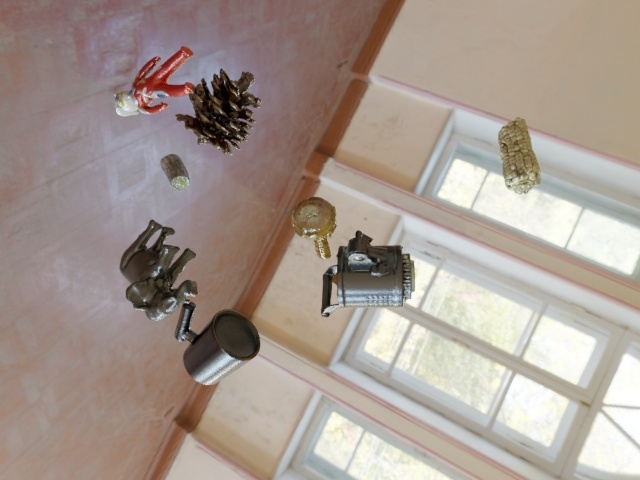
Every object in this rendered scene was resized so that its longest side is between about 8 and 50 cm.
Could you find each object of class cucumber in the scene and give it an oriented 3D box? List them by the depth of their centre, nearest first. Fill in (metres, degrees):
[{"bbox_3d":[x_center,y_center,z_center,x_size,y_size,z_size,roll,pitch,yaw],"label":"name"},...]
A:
[{"bbox_3d":[-0.409,-0.191,1.391,0.064,0.112,0.064,-24,151,-14],"label":"cucumber"}]

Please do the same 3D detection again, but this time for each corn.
[{"bbox_3d":[0.470,-0.211,1.181,0.087,0.087,0.210,81,7,-63],"label":"corn"}]

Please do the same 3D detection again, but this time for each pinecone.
[{"bbox_3d":[-0.244,-0.332,1.232,0.186,0.169,0.212,24,89,-56],"label":"pinecone"}]

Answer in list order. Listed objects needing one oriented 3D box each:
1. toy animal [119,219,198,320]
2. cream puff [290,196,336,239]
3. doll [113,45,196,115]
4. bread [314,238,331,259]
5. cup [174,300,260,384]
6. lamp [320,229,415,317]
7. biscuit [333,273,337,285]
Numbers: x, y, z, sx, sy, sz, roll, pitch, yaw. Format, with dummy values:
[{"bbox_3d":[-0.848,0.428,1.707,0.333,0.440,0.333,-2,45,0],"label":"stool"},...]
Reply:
[{"bbox_3d":[-0.320,0.066,0.990,0.114,0.245,0.146,36,91,-39],"label":"toy animal"},{"bbox_3d":[-0.020,-0.061,1.454,0.103,0.144,0.126,73,32,-73],"label":"cream puff"},{"bbox_3d":[-0.578,-0.521,1.682,0.099,0.384,0.188,5,73,-55],"label":"doll"},{"bbox_3d":[0.000,0.000,1.697,0.044,0.052,0.157,-44,132,-37],"label":"bread"},{"bbox_3d":[-0.310,0.287,1.443,0.177,0.239,0.166,-43,158,28],"label":"cup"},{"bbox_3d":[0.170,0.123,1.581,0.374,0.272,0.205,112,-15,-58],"label":"lamp"},{"bbox_3d":[0.140,0.129,1.999,0.041,0.239,0.212,26,51,-41],"label":"biscuit"}]
